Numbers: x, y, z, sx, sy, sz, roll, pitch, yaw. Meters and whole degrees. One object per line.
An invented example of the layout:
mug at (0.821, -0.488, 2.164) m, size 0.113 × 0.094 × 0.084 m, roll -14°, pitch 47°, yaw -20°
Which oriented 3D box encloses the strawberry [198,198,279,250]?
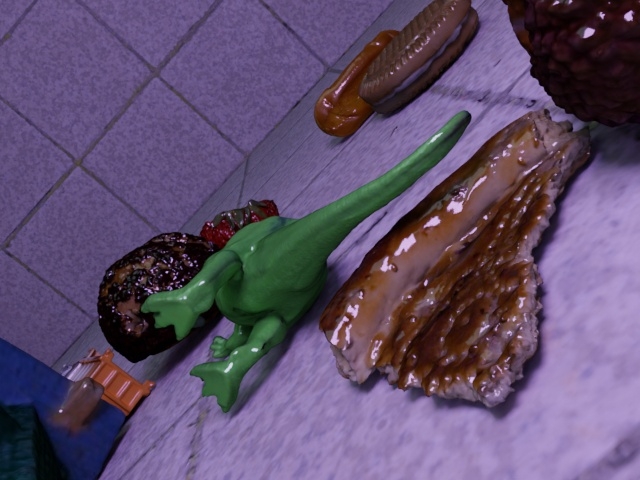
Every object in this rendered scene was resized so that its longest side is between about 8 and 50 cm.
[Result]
strawberry at (-0.140, -0.012, 1.156) m, size 0.147 × 0.082 × 0.187 m, roll -15°, pitch -8°, yaw -3°

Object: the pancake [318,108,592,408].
pancake at (0.100, 0.015, 0.444) m, size 0.266 × 0.057 × 0.244 m, roll -45°, pitch 14°, yaw 12°

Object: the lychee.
lychee at (0.209, -0.167, 0.404) m, size 0.188 × 0.188 × 0.188 m, roll -44°, pitch 15°, yaw 15°

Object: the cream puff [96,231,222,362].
cream puff at (-0.259, 0.082, 1.053) m, size 0.239 × 0.164 × 0.239 m, roll -32°, pitch 8°, yaw 5°

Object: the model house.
model house at (-0.453, 0.296, 0.795) m, size 0.342 × 0.334 × 0.382 m, roll -51°, pitch 25°, yaw -7°

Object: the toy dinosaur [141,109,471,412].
toy dinosaur at (0.000, 0.000, 0.729) m, size 0.500 × 0.144 × 0.374 m, roll -36°, pitch 6°, yaw 29°

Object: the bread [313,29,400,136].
bread at (0.085, -0.306, 1.268) m, size 0.245 × 0.102 × 0.094 m, roll -46°, pitch 7°, yaw -1°

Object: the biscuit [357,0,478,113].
biscuit at (0.166, -0.321, 1.104) m, size 0.259 × 0.079 × 0.259 m, roll -45°, pitch 15°, yaw 16°

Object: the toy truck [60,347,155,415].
toy truck at (-0.391, 0.260, 1.113) m, size 0.135 × 0.114 × 0.270 m, roll -55°, pitch 18°, yaw -28°
